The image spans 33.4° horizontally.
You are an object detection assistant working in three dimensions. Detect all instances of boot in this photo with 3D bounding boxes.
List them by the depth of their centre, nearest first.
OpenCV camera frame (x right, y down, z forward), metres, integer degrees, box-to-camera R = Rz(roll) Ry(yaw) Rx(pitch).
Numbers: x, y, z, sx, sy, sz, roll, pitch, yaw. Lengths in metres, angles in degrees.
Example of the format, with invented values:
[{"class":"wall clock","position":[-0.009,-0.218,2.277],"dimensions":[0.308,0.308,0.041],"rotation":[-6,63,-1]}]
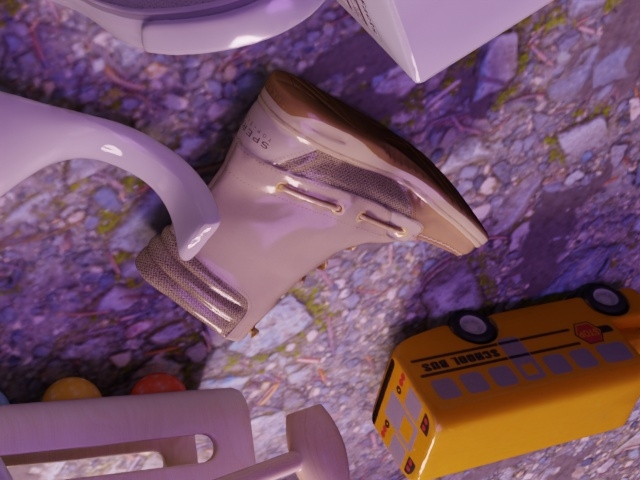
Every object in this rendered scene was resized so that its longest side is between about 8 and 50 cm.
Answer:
[{"class":"boot","position":[-0.113,-0.179,0.534],"dimensions":[0.095,0.258,0.123],"rotation":[-51,140,-24]},{"class":"boot","position":[0.000,0.000,0.874],"dimensions":[0.262,0.095,0.203],"rotation":[26,111,-42]}]

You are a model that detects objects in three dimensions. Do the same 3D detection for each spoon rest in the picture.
[{"class":"spoon rest","position":[-0.204,-0.049,0.713],"dimensions":[0.276,0.084,0.137],"rotation":[11,142,-32]}]

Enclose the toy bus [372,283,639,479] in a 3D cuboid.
[{"class":"toy bus","position":[0.219,0.143,1.116],"dimensions":[0.332,0.130,0.108],"rotation":[-8,132,-26]}]

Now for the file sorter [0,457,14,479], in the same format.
[{"class":"file sorter","position":[-0.328,0.195,0.624],"dimensions":[0.173,0.193,0.277],"rotation":[-44,161,20]}]

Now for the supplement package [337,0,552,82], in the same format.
[{"class":"supplement package","position":[0.043,-0.262,0.541],"dimensions":[0.199,0.263,0.198],"rotation":[-32,138,-4]}]

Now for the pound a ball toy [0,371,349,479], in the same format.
[{"class":"pound a ball toy","position":[-0.163,0.169,0.870],"dimensions":[0.319,0.136,0.208],"rotation":[-1,163,-32]}]
